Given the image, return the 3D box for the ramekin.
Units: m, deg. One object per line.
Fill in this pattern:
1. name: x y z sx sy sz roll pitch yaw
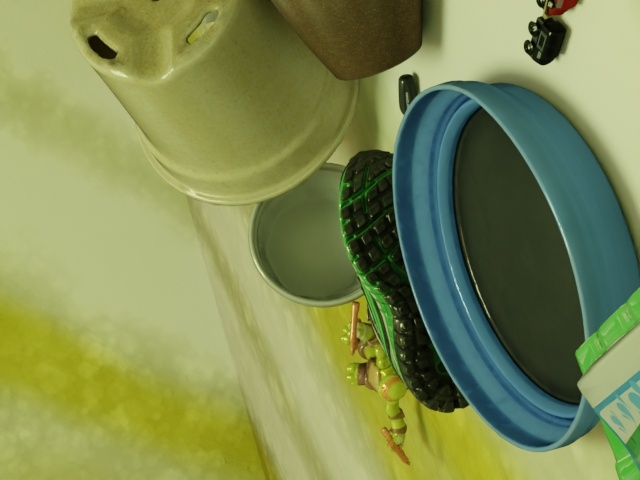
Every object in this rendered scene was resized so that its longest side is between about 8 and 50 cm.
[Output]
1. ramekin: 0.000 0.000 1.448 0.109 0.207 0.207 107 144 -78

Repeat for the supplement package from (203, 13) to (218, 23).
1. supplement package: -0.160 -0.500 1.575 0.204 0.145 0.261 -133 30 -58

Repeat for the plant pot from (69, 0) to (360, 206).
1. plant pot: -0.149 -0.247 1.274 0.333 0.334 0.305 67 -171 21

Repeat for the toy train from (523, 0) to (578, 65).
1. toy train: 0.206 -0.214 0.865 0.036 0.027 0.158 58 158 34

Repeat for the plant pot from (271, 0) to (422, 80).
1. plant pot: 0.025 -0.303 1.111 0.230 0.215 0.215 66 168 -23

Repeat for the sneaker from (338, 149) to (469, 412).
1. sneaker: 0.094 0.052 1.295 0.146 0.134 0.343 180 74 -74

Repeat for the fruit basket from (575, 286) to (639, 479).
1. fruit basket: 0.318 0.158 0.622 0.353 0.166 0.327 64 161 21

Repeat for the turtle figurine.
1. turtle figurine: 0.089 0.189 1.529 0.217 0.087 0.269 -137 25 -73

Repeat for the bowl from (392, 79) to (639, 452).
1. bowl: 0.193 0.022 1.046 0.391 0.077 0.391 164 90 -73

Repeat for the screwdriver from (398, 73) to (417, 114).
1. screwdriver: 0.111 -0.129 1.260 0.024 0.025 0.169 -128 28 -52
